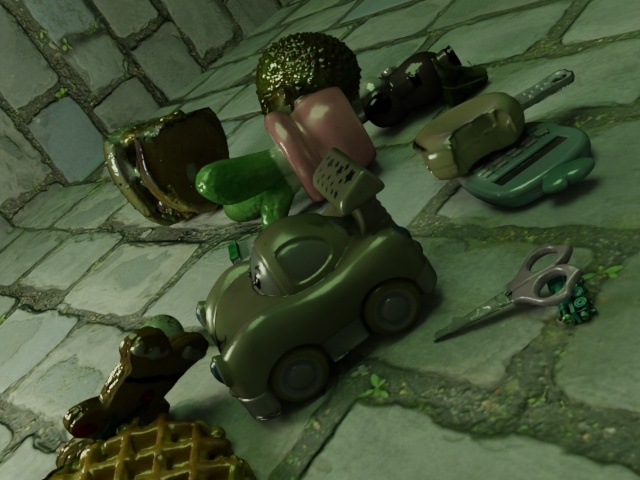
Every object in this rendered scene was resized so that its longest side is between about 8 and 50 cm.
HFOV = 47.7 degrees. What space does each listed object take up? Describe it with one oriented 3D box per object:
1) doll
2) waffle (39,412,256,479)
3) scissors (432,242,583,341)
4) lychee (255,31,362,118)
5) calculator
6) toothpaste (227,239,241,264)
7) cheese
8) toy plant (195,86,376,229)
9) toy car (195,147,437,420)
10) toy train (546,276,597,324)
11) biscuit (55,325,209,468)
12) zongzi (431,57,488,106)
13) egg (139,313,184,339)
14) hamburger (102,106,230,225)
[{"bbox_3d":[0.188,-0.335,1.595,0.257,0.117,0.182,-27,-1,12],"label":"doll"},{"bbox_3d":[-0.232,0.331,0.896,0.302,0.068,0.325,9,36,39],"label":"waffle"},{"bbox_3d":[0.227,0.074,0.912,0.212,0.021,0.110,-32,25,22],"label":"scissors"},{"bbox_3d":[-0.036,-0.391,1.815,0.320,0.270,0.270,-10,7,-39],"label":"lychee"},{"bbox_3d":[0.324,-0.124,1.159,0.185,0.041,0.299,-36,23,-5],"label":"calculator"},{"bbox_3d":[-0.181,0.024,1.519,0.020,0.017,0.083,-30,26,2],"label":"toothpaste"},{"bbox_3d":[0.292,-0.205,1.206,0.286,0.082,0.163,-31,23,7],"label":"cheese"},{"bbox_3d":[-0.065,-0.153,1.511,0.356,0.211,0.317,-38,-8,1],"label":"toy plant"},{"bbox_3d":[-0.030,0.056,1.043,0.336,0.226,0.242,-34,25,-2],"label":"toy car"},{"bbox_3d":[0.299,0.066,0.869,0.045,0.029,0.092,-31,26,24],"label":"toy train"},{"bbox_3d":[-0.285,0.250,1.073,0.301,0.197,0.049,-51,60,13],"label":"biscuit"},{"bbox_3d":[0.295,-0.357,1.513,0.109,0.119,0.055,-36,33,-9],"label":"zongzi"},{"bbox_3d":[-0.288,0.183,1.287,0.085,0.085,0.110,-8,50,43],"label":"egg"},{"bbox_3d":[-0.364,-0.183,1.805,0.195,0.277,0.318,-11,14,32],"label":"hamburger"}]
